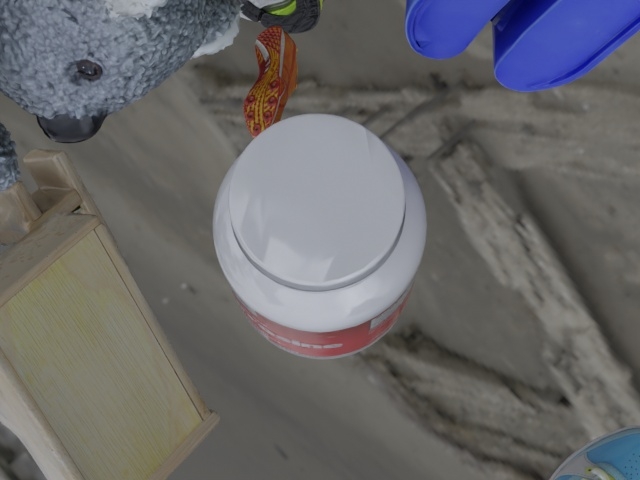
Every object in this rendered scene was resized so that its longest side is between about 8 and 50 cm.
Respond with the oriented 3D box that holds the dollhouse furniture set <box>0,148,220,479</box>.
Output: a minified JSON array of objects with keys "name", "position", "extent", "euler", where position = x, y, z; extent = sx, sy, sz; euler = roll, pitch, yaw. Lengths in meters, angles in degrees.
[{"name":"dollhouse furniture set","position":[-0.329,0.112,1.284],"extent":[0.394,0.362,0.256],"euler":[4,128,45]}]

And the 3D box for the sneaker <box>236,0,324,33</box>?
[{"name":"sneaker","position":[-0.124,-0.384,1.848],"extent":[0.300,0.121,0.111],"euler":[21,126,9]}]

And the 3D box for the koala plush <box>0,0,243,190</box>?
[{"name":"koala plush","position":[-0.158,-0.126,0.668],"extent":[0.196,0.221,0.203],"euler":[29,-121,-77]}]

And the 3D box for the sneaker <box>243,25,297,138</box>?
[{"name":"sneaker","position":[-0.055,-0.201,1.687],"extent":[0.064,0.175,0.067],"euler":[-10,144,33]}]

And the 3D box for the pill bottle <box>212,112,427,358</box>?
[{"name":"pill bottle","position":[0.000,0.000,1.436],"extent":[0.229,0.229,0.408],"euler":[47,173,10]}]

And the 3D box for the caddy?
[{"name":"caddy","position":[0.228,-0.312,1.362],"extent":[0.241,0.179,0.341],"euler":[19,152,-18]}]

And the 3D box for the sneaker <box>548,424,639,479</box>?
[{"name":"sneaker","position":[0.266,0.287,1.280],"extent":[0.127,0.319,0.208],"euler":[46,161,12]}]
